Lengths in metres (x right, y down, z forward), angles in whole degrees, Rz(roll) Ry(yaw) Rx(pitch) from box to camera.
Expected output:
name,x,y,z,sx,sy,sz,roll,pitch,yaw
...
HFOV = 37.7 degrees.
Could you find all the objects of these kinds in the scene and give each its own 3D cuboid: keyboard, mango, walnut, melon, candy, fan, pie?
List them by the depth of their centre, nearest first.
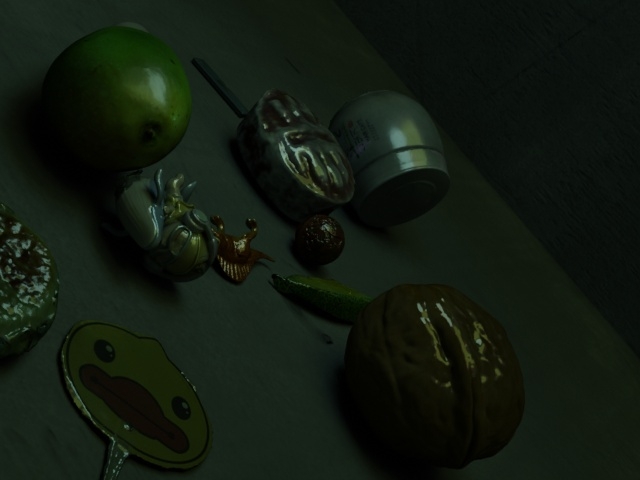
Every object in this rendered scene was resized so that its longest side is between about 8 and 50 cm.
name,x,y,z,sx,sy,sz,roll,pitch,yaw
pie,-0.418,0.017,1.024,0.302,0.067,0.302,39,22,-19
fan,-0.224,0.207,1.119,0.230,0.011,0.335,39,22,-17
mango,-0.321,-0.237,1.476,0.382,0.225,0.201,-113,-168,-55
walnut,0.185,0.222,1.535,0.277,0.252,0.313,23,41,-46
melon,0.007,0.090,1.721,0.262,0.053,0.114,20,25,-50
candy,-0.054,-0.168,1.930,0.214,0.157,0.289,-10,64,-49
keyboard,-0.224,-0.347,2.130,0.176,0.014,0.055,49,20,8

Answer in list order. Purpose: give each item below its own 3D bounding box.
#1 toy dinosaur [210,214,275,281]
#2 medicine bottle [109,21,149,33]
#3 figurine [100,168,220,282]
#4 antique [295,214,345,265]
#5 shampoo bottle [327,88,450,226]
name,x,y,z,sx,sy,sz,roll,pitch,yaw
toy dinosaur,-0.141,0.020,1.564,0.212,0.057,0.142,32,36,-30
medicine bottle,-0.343,-0.317,1.726,0.105,0.105,0.168,24,29,-45
figurine,-0.228,-0.027,1.388,0.184,0.128,0.208,45,16,-8
antique,0.000,0.000,1.801,0.104,0.104,0.104,39,22,-19
shampoo bottle,0.156,-0.191,2.202,0.273,0.273,0.266,21,40,-48
